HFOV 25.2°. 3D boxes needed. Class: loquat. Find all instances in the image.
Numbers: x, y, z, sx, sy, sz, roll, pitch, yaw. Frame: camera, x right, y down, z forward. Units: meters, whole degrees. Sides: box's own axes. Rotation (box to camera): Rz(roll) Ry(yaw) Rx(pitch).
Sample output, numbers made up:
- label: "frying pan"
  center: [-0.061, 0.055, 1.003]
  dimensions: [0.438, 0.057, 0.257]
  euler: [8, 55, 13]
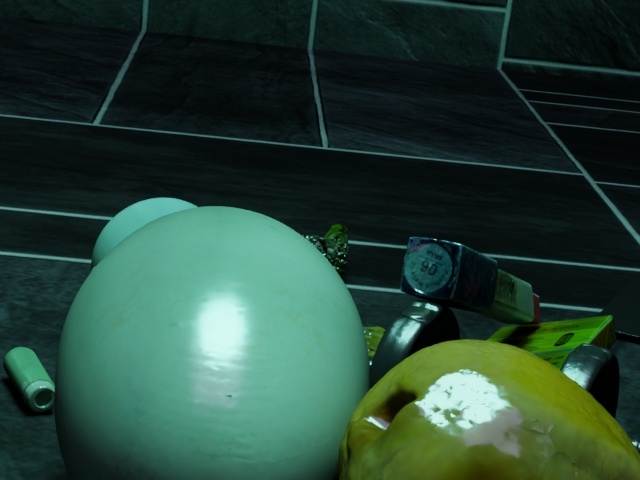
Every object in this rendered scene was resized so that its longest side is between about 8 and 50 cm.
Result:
- label: "loquat"
  center: [0.110, 0.174, 0.899]
  dimensions: [0.238, 0.193, 0.238]
  euler: [39, 7, -6]

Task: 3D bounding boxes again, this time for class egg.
- label: "egg"
  center: [-0.078, 0.105, 1.032]
  dimensions: [0.230, 0.229, 0.371]
  euler: [6, 22, -3]

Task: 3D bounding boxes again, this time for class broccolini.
- label: "broccolini"
  center: [0.008, 0.018, 1.658]
  dimensions: [0.091, 0.068, 0.203]
  euler: [-18, -1, 19]

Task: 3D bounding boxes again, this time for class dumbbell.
- label: "dumbbell"
  center: [0.139, 0.136, 1.159]
  dimensions: [0.326, 0.143, 0.143]
  euler: [14, 19, 24]

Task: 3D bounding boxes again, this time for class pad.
- label: "pad"
  center: [0.418, 0.086, 1.658]
  dimensions: [0.160, 0.009, 0.265]
  euler: [13, 17, 21]

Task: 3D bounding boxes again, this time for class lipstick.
- label: "lipstick"
  center: [0.154, 0.045, 1.319]
  dimensions: [0.051, 0.051, 0.312]
  euler: [6, -6, 25]

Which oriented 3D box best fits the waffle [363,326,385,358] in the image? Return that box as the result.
- label: "waffle"
  center: [0.017, 0.117, 1.337]
  dimensions: [0.184, 0.036, 0.169]
  euler: [-1, 19, -5]

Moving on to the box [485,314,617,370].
- label: "box"
  center: [0.203, 0.115, 1.375]
  dimensions: [0.121, 0.030, 0.193]
  euler: [-8, 8, 27]

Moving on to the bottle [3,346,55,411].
- label: "bottle"
  center: [-0.253, 0.122, 1.247]
  dimensions: [0.030, 0.030, 0.083]
  euler: [-2, 20, -26]

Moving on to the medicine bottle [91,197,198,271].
- label: "medicine bottle"
  center: [-0.128, 0.053, 1.328]
  dimensions: [0.139, 0.139, 0.225]
  euler: [1, 18, -19]
